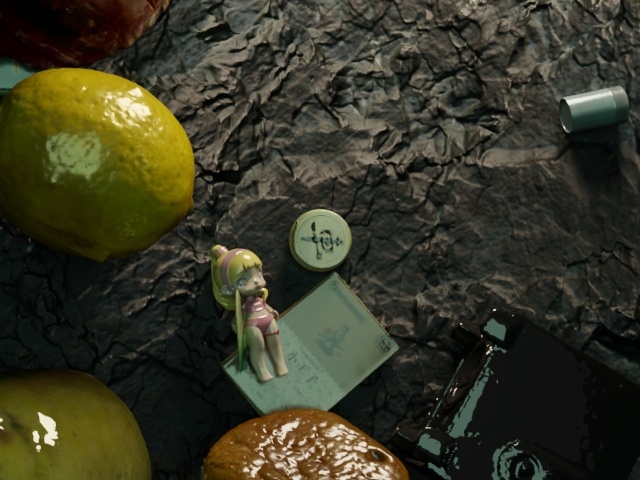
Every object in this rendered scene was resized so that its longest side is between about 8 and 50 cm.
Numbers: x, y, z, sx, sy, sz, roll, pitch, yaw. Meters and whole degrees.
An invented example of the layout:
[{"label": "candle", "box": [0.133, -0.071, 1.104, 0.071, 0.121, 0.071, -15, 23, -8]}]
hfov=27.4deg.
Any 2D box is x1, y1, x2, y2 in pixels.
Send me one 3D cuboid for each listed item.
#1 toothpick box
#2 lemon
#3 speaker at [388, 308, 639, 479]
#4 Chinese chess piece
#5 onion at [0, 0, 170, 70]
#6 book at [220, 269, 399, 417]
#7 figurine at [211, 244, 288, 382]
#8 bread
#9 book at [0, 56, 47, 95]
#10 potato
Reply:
[{"label": "toothpick box", "box": [0.374, -0.179, 1.797, 0.083, 0.052, 0.052, -11, 84, -8]}, {"label": "lemon", "box": [-0.287, -0.095, 1.604, 0.288, 0.233, 0.233, 18, 80, -17]}, {"label": "speaker", "box": [0.256, 0.234, 1.662, 0.254, 0.184, 0.232, 32, 80, -4]}, {"label": "Chinese chess piece", "box": [0.000, 0.000, 1.732, 0.084, 0.034, 0.084, 1, 83, -9]}, {"label": "onion", "box": [-0.338, -0.352, 1.649, 0.314, 0.146, 0.280, 40, 76, -15]}, {"label": "book", "box": [-0.013, 0.153, 1.719, 0.199, 0.016, 0.138, -40, 89, -11]}, {"label": "figurine", "box": [-0.095, 0.091, 1.687, 0.083, 0.083, 0.187, -21, 89, -10]}, {"label": "bread", "box": [-0.020, 0.317, 1.568, 0.227, 0.253, 0.142, -16, 120, -30]}, {"label": "book", "box": [-0.532, -0.318, 1.704, 0.379, 0.031, 0.264, 1, 82, -7]}, {"label": "potato", "box": [-0.346, 0.244, 1.532, 0.330, 0.280, 0.212, 24, 82, -2]}]
